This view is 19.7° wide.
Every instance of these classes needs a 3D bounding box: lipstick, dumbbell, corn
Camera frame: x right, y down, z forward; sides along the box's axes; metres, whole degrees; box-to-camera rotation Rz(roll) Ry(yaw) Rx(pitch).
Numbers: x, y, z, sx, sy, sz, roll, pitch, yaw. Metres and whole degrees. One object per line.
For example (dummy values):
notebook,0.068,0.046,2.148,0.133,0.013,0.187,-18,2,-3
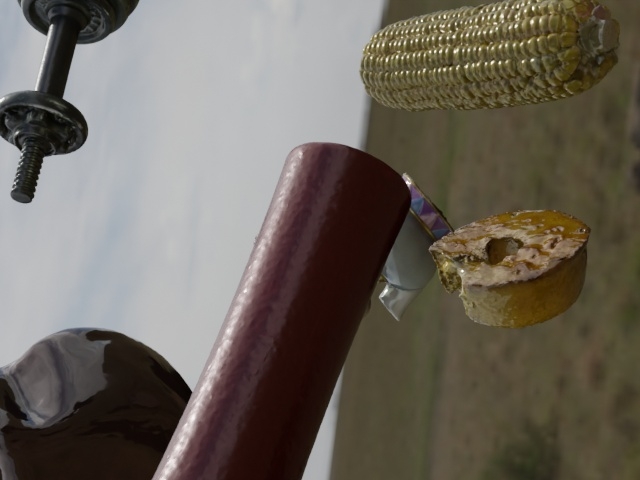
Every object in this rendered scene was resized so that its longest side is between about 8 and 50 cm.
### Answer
lipstick,-0.022,0.059,1.011,0.080,0.080,0.241,93,-162,-62
dumbbell,-0.215,-0.141,1.499,0.110,0.110,0.254,93,-175,-61
corn,0.120,-0.133,1.329,0.238,0.080,0.080,-3,76,51

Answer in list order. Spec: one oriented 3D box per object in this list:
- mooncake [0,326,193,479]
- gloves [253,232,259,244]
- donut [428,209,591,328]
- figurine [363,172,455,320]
mooncake,-0.260,0.250,1.733,0.174,0.334,0.326,-128,29,-47
gloves,-0.006,-0.006,1.968,0.094,0.110,0.144,-20,77,51
donut,0.123,0.017,1.154,0.108,0.097,0.043,-113,8,-65
figurine,0.029,0.038,2.170,0.189,0.263,0.142,52,-179,-22
